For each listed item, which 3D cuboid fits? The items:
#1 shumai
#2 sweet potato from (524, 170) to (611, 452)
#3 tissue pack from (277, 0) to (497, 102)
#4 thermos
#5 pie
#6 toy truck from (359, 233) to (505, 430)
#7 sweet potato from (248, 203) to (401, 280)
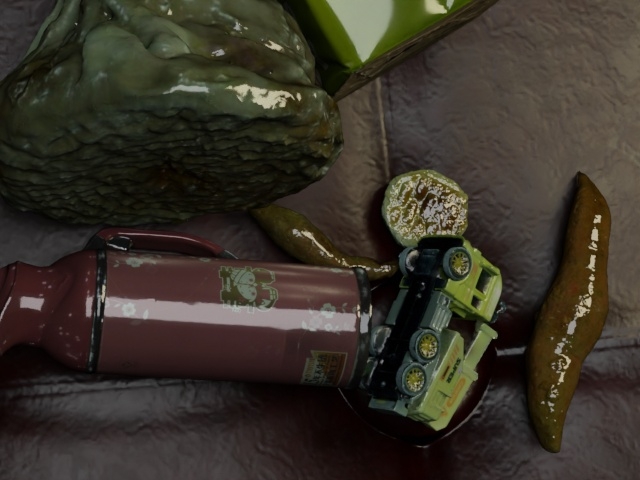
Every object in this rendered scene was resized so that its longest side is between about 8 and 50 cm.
[{"bbox_3d":[-0.137,-0.169,1.590,0.309,0.304,0.264,2,69,-13],"label":"shumai"},{"bbox_3d":[0.231,0.061,1.735,0.067,0.067,0.274,17,71,-9],"label":"sweet potato"},{"bbox_3d":[0.023,-0.294,1.696,0.200,0.167,0.275,-32,87,-15],"label":"tissue pack"},{"bbox_3d":[-0.127,0.052,1.634,0.330,0.109,0.136,4,80,-11],"label":"thermos"},{"bbox_3d":[0.096,-0.028,1.741,0.084,0.020,0.084,2,80,-12],"label":"pie"},{"bbox_3d":[0.105,0.087,1.693,0.100,0.077,0.169,34,70,-33],"label":"toy truck"},{"bbox_3d":[-0.002,0.006,1.706,0.153,0.038,0.041,26,99,-8],"label":"sweet potato"}]
